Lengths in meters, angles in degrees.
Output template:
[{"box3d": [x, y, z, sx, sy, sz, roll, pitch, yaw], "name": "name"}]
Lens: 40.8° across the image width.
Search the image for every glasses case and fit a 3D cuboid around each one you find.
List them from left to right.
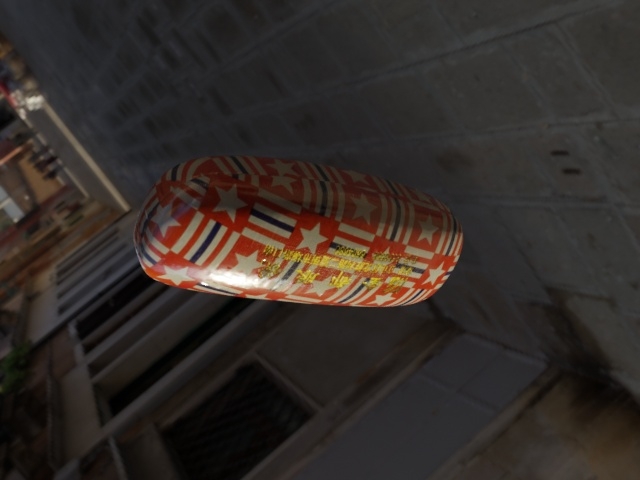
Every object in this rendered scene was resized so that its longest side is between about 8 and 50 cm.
[{"box3d": [0.000, 0.000, 0.460, 0.194, 0.073, 0.049, 7, -145, -34], "name": "glasses case"}]
